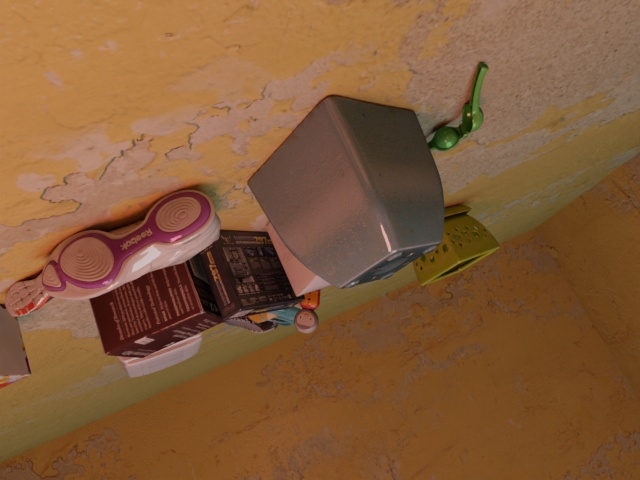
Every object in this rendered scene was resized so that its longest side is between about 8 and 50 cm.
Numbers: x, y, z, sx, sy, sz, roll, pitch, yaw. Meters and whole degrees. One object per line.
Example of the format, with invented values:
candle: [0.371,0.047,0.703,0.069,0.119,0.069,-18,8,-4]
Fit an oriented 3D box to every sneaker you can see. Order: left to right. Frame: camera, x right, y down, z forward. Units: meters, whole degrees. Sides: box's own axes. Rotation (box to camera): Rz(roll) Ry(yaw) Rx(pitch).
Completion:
sneaker: [-0.488,0.089,0.848,0.158,0.061,0.065,-27,170,12]
sneaker: [-0.308,0.028,0.808,0.305,0.114,0.152,-23,163,-5]
sneaker: [-0.256,0.250,1.556,0.229,0.086,0.132,0,160,20]

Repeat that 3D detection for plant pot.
plant pot: [0.069,-0.061,0.833,0.248,0.252,0.247,-7,157,-46]
plant pot: [0.451,0.006,1.692,0.228,0.207,0.227,-14,160,-33]

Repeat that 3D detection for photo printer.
photo printer: [-0.518,0.347,1.537,0.256,0.107,0.307,-17,163,-23]

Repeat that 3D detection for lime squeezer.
lime squeezer: [0.255,-0.221,0.950,0.110,0.058,0.310,-14,162,-35]

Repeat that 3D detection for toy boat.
toy boat: [-0.117,0.196,1.394,0.267,0.148,0.318,23,158,-37]

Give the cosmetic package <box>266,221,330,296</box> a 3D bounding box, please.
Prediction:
cosmetic package: [0.000,0.000,1.048,0.151,0.183,0.151,-13,161,-33]

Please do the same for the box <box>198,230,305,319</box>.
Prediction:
box: [-0.151,0.070,1.052,0.059,0.183,0.233,-32,163,27]

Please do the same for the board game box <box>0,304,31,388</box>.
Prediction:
board game box: [-0.696,0.230,0.834,0.275,0.144,0.142,-24,165,1]

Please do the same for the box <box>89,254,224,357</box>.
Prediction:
box: [-0.335,0.125,0.983,0.203,0.167,0.168,-24,164,-2]
